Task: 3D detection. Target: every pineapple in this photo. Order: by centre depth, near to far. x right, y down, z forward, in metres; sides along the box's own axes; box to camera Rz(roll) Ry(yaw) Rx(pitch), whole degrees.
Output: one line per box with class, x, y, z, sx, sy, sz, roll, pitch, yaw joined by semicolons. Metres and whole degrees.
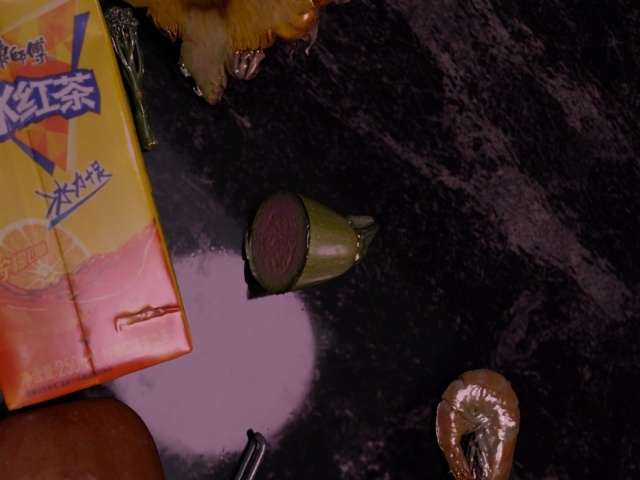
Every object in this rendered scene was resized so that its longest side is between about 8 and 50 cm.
pineapple;-0.070;-0.228;0.659;0.140;0.249;0.164;-49;138;-51

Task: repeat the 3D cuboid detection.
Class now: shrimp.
shrimp;0.170;0.229;0.721;0.099;0.041;0.180;11;79;-19

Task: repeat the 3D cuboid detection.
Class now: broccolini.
broccolini;-0.183;-0.156;0.639;0.035;0.030;0.140;-15;94;-66

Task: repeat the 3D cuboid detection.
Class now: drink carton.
drink carton;-0.230;-0.052;0.568;0.154;0.111;0.351;-15;87;-23

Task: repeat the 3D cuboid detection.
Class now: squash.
squash;0.006;0.006;0.674;0.132;0.105;0.105;6;80;-40

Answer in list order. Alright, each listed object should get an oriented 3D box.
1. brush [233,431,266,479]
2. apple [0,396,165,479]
brush;-0.104;0.304;0.600;0.027;0.062;0.266;37;66;-29
apple;-0.207;0.213;0.503;0.181;0.181;0.168;-8;77;-22
